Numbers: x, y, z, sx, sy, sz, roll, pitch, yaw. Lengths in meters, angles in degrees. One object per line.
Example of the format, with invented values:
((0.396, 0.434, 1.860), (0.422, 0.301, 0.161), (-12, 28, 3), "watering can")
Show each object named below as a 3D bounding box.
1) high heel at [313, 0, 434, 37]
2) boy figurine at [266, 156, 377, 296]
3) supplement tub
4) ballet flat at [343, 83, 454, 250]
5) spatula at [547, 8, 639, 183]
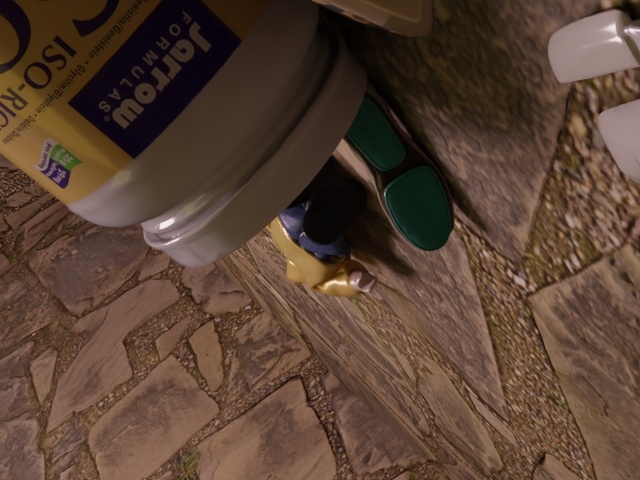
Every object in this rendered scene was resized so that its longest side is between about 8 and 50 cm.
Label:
((-0.038, -0.221, 0.463), (0.261, 0.093, 0.186), (45, -174, -26), "high heel")
((0.000, 0.000, 1.007), (0.177, 0.092, 0.285), (44, 169, 14), "boy figurine")
((-0.153, -0.160, 0.575), (0.331, 0.241, 0.241), (41, 172, -23), "supplement tub")
((0.061, -0.065, 0.694), (0.168, 0.057, 0.052), (57, -167, -29), "ballet flat")
((0.159, -0.084, 0.332), (0.168, 0.019, 0.242), (55, 166, -14), "spatula")
